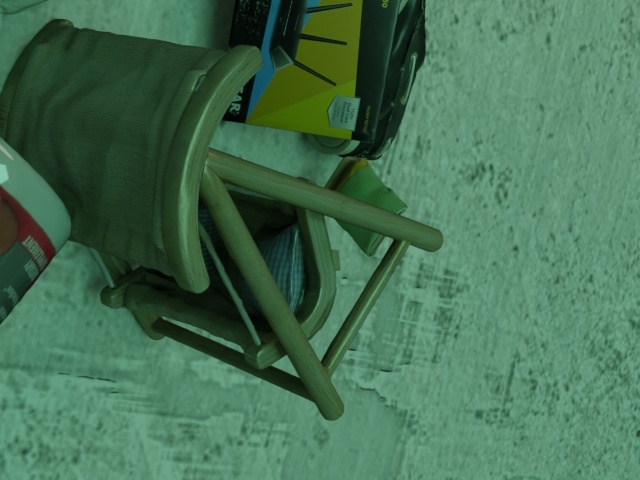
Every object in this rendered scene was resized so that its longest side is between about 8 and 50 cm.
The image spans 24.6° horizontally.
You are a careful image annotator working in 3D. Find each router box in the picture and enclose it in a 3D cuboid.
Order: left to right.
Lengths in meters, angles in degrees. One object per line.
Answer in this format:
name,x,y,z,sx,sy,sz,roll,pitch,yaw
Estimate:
router box,-0.006,-0.179,1.207,0.133,0.046,0.179,8,107,-7

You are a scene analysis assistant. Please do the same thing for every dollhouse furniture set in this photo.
dollhouse furniture set,0.000,0.000,1.277,0.058,0.076,0.152,1,132,-48

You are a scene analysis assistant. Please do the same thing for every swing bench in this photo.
swing bench,-0.097,-0.023,1.089,0.254,0.253,0.165,42,73,-38

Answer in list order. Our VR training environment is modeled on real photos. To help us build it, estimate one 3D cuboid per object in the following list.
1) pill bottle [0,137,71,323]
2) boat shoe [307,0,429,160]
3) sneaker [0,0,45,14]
pill bottle,-0.325,0.059,0.966,0.318,0.176,0.176,-53,129,-17
boat shoe,0.057,-0.184,1.299,0.079,0.084,0.233,10,100,-45
sneaker,-0.245,-0.201,1.027,0.228,0.087,0.092,-10,141,-24
